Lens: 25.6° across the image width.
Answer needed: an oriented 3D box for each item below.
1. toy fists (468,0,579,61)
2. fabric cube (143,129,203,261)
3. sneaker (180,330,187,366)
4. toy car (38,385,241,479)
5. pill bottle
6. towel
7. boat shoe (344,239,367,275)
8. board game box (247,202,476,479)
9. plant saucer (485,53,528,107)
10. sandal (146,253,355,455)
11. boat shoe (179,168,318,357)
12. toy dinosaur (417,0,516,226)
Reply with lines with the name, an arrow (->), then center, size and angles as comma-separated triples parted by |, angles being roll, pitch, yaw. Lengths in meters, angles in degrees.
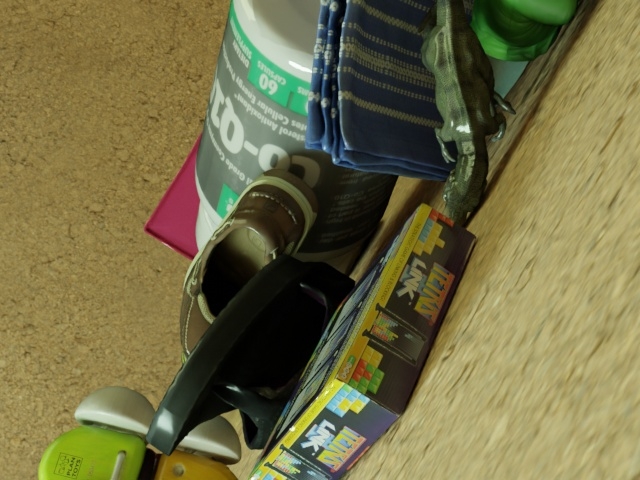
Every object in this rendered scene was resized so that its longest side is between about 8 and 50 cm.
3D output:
toy fists -> 0.204, -0.269, 1.086 | 0.279, 0.096, 0.142 | -59, -12, -18
fabric cube -> -0.080, -0.062, 2.034 | 0.259, 0.254, 0.258 | -58, 3, 0
sneaker -> -0.133, 0.173, 2.041 | 0.385, 0.145, 0.147 | -118, 29, -83
toy car -> -0.159, 0.226, 1.243 | 0.136, 0.182, 0.159 | 118, 167, -66
pill bottle -> -0.013, -0.108, 1.381 | 0.361, 0.204, 0.204 | 108, -172, -50
towel -> 0.079, -0.218, 1.134 | 0.243, 0.040, 0.336 | 5, -87, -60
boat shoe -> 0.000, 0.000, 1.684 | 0.105, 0.089, 0.285 | -58, 4, -9
board game box -> 0.028, 0.077, 0.916 | 0.141, 0.048, 0.170 | -52, 6, 46
plant saucer -> 0.153, -0.194, 1.284 | 0.195, 0.037, 0.195 | -57, 17, 29
sandal -> -0.022, 0.097, 1.213 | 0.168, 0.107, 0.446 | -59, -10, 11
boat shoe -> -0.088, 0.045, 1.307 | 0.095, 0.095, 0.257 | -54, -9, -47
toy dinosaur -> 0.100, -0.137, 1.047 | 0.118, 0.064, 0.268 | 8, -109, -76
